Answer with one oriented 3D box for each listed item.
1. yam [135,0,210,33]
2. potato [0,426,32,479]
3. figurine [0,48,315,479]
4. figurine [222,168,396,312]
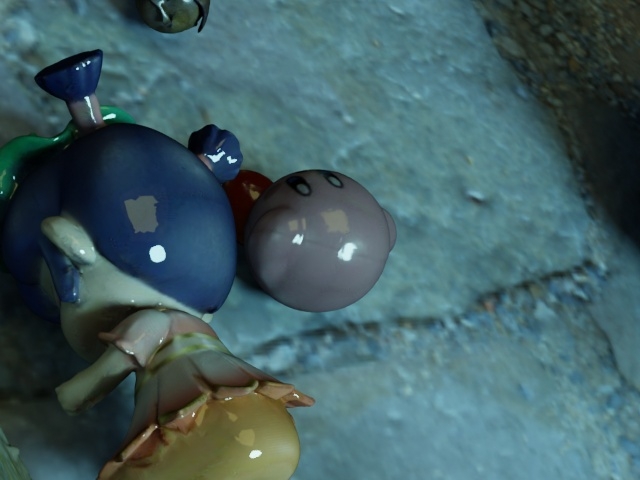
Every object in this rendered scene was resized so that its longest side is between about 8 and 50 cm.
[{"bbox_3d":[-0.080,-0.212,0.739,0.046,0.046,0.264,17,48,-22],"label":"yam"},{"bbox_3d":[-0.137,0.119,0.422,0.120,0.100,0.261,-28,88,-5],"label":"potato"},{"bbox_3d":[-0.066,0.026,0.518,0.195,0.102,0.111,61,14,26],"label":"figurine"},{"bbox_3d":[0.000,0.000,0.605,0.083,0.071,0.067,-2,99,-26],"label":"figurine"}]
